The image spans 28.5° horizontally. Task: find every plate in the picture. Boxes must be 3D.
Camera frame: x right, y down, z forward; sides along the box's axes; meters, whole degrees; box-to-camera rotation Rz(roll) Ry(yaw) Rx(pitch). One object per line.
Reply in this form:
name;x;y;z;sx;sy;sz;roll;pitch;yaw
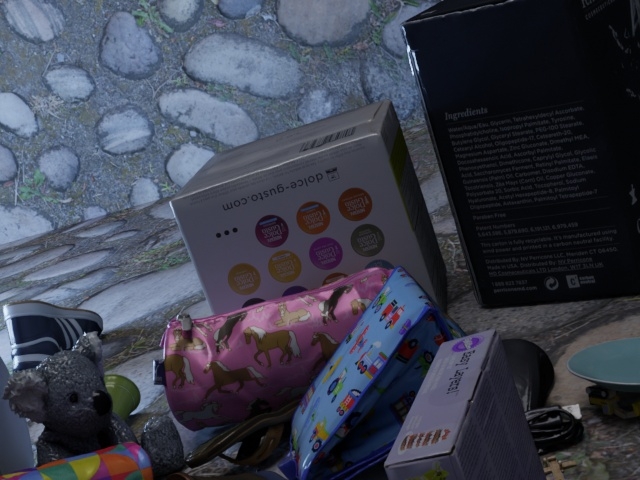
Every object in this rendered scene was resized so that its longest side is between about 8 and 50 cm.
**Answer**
plate;0.391;0.151;1.510;0.188;0.024;0.188;-7;11;1

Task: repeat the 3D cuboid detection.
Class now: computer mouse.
computer mouse;0.233;0.185;1.591;0.188;0.072;0.272;-16;15;15

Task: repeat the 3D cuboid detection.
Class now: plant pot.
plant pot;-0.334;0.268;2.001;0.083;0.083;0.079;-15;26;13

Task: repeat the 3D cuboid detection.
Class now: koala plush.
koala plush;-0.340;0.252;1.757;0.203;0.221;0.196;-5;20;44

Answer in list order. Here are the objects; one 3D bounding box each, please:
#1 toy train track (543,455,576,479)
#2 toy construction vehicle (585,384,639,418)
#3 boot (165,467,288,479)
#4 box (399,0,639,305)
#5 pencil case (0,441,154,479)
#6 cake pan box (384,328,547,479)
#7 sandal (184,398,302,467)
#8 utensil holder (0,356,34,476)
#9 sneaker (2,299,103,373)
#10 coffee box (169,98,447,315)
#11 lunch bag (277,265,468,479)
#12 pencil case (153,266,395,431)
toy train track;0.263;0.257;1.404;0.048;0.014;0.083;-18;15;5
toy construction vehicle;0.369;0.184;1.515;0.085;0.035;0.098;-15;13;-35
boot;-0.111;0.325;1.554;0.106;0.082;0.219;-2;0;-31
box;0.409;-0.210;2.025;0.297;0.472;0.480;-8;18;36
pencil case;-0.319;0.327;1.590;0.236;0.104;0.104;-8;8;-28
cake pan box;0.152;0.240;1.145;0.070;0.246;0.267;-13;16;21
sandal;-0.087;0.272;1.706;0.090;0.060;0.219;-31;-11;37
utensil holder;-0.629;0.307;1.720;0.385;0.328;0.327;-16;15;5
sneaker;-0.506;0.208;2.418;0.099;0.153;0.282;-16;-16;19
coffee box;0.000;0.000;2.034;0.337;0.334;0.338;-17;13;10
lunch bag;0.055;0.196;1.598;0.293;0.138;0.221;-43;12;4
pencil case;-0.043;0.156;1.826;0.386;0.167;0.160;-14;49;9
